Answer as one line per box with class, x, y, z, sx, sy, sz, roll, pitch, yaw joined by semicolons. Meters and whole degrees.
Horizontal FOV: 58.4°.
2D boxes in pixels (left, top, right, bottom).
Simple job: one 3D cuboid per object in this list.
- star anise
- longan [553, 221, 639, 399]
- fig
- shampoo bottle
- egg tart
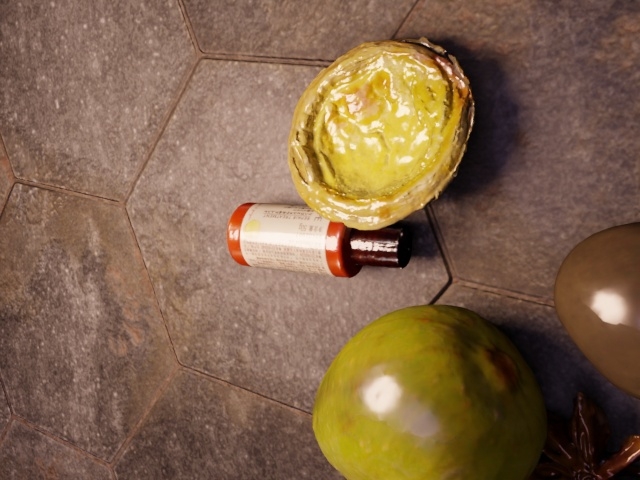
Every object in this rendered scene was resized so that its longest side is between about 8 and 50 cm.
star anise;0.335;0.294;0.721;0.196;0.111;0.212;-41;70;21
longan;0.371;0.077;0.621;0.220;0.196;0.196;49;116;15
fig;0.116;0.224;0.751;0.326;0.258;0.258;-30;83;41
shampoo bottle;0.000;0.000;0.859;0.278;0.104;0.104;5;100;27
egg tart;0.081;-0.145;0.791;0.279;0.095;0.279;-5;80;28
